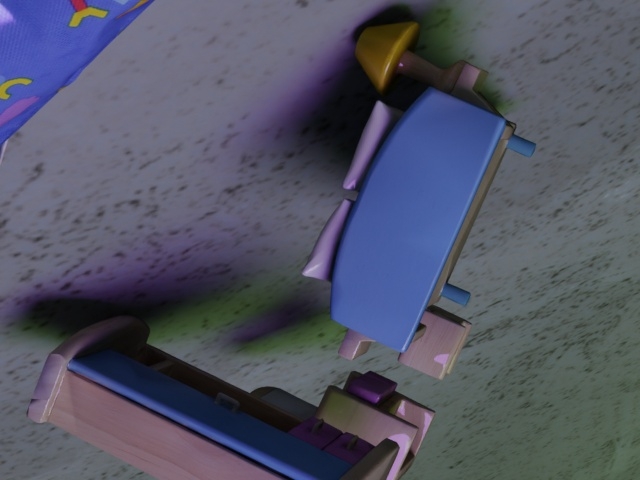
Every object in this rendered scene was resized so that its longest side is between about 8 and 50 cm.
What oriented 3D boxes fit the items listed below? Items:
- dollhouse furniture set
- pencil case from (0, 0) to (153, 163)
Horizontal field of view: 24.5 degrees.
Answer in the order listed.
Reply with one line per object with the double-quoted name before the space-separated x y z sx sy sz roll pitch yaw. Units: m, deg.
"dollhouse furniture set" 0.000 0.000 0.936 0.303 0.198 0.286 -67 168 10
"pencil case" -0.106 -0.115 0.539 0.306 0.119 0.133 -38 129 24
